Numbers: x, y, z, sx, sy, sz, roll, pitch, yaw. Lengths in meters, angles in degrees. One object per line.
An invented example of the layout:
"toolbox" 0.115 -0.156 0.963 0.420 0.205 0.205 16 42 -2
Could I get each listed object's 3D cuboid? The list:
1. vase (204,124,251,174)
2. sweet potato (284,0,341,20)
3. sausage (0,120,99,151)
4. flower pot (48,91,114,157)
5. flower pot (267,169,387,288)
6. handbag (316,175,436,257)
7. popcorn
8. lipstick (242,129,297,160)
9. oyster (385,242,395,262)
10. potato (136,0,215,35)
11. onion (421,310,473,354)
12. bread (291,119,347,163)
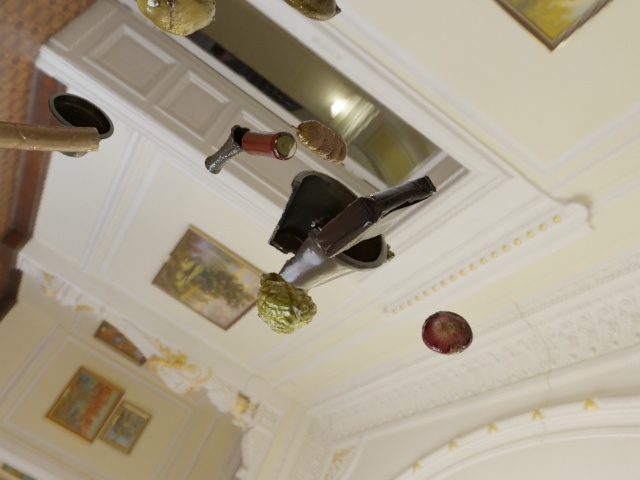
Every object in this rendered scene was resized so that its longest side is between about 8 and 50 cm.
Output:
"vase" -0.356 -0.338 2.238 0.237 0.115 0.115 -28 -153 44
"sweet potato" -0.105 -0.824 1.836 0.130 0.422 0.130 -38 -144 34
"sausage" -0.647 -0.234 1.305 0.065 0.301 0.066 6 -83 51
"flower pot" -0.872 -0.392 2.078 0.148 0.235 0.235 -49 -167 27
"flower pot" 0.000 0.000 1.828 0.251 0.379 0.379 -45 -165 30
"handbag" 0.126 -0.063 1.384 0.223 0.080 0.247 -25 171 -36
"popcorn" -0.138 0.226 2.256 0.237 0.251 0.206 -15 160 -27
"lipstick" -0.146 -0.268 1.632 0.080 0.080 0.241 -57 -151 -7
"oyster" 0.219 0.048 2.146 0.105 0.056 0.177 -54 -159 -23
"potato" -0.447 -0.738 1.850 0.173 0.140 0.300 -55 163 20
"onion" 0.368 0.291 1.724 0.140 0.150 0.150 88 20 -47
"bread" -0.010 -0.403 2.363 0.084 0.344 0.124 3 -100 39
